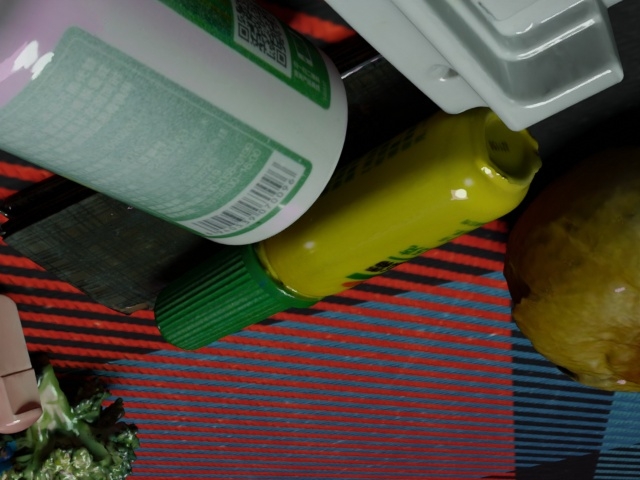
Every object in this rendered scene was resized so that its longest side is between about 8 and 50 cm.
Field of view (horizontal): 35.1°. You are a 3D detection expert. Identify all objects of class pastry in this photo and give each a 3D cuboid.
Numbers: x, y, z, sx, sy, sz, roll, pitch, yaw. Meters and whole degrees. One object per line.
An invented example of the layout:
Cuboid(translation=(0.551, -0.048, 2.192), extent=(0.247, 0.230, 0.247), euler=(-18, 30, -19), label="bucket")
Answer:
Cuboid(translation=(0.320, 0.012, 0.830), extent=(0.356, 0.164, 0.356), euler=(-3, 150, -2), label="pastry")

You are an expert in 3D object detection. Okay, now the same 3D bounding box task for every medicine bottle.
Cuboid(translation=(0.000, 0.000, 0.683), extent=(0.309, 0.076, 0.111), euler=(-27, 180, 35), label="medicine bottle")
Cuboid(translation=(-0.114, -0.096, 0.499), extent=(0.133, 0.133, 0.274), euler=(-28, 148, 27), label="medicine bottle")

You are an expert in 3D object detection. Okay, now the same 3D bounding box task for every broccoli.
Cuboid(translation=(-0.262, 0.182, 0.977), extent=(0.154, 0.167, 0.160), euler=(-34, 130, -27), label="broccoli")

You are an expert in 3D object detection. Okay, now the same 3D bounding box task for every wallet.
Cuboid(translation=(-0.054, -0.036, 0.721), extent=(0.317, 0.044, 0.169), euler=(-22, 148, 18), label="wallet")

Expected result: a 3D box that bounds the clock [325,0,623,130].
Cuboid(translation=(0.111, -0.174, 0.462), extent=(0.262, 0.116, 0.231), euler=(-27, 147, 25), label="clock")

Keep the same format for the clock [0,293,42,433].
Cuboid(translation=(-0.380, 0.119, 0.779), extent=(0.241, 0.142, 0.227), euler=(-18, 176, 28), label="clock")
